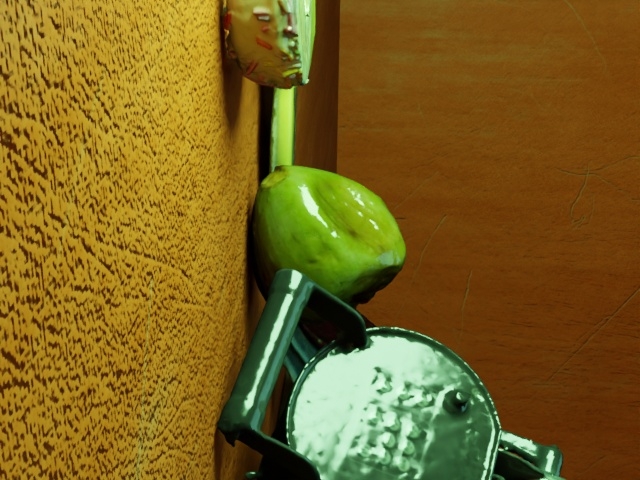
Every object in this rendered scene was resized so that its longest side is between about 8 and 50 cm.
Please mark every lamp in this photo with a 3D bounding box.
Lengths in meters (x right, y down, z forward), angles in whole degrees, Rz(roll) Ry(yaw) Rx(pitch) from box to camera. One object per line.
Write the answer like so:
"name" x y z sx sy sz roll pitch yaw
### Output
"lamp" 0.037 0.219 1.013 0.272 0.374 0.205 -37 -152 52

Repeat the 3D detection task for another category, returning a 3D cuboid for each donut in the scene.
"donut" -0.040 -0.178 0.836 0.166 0.065 0.108 -82 173 -70

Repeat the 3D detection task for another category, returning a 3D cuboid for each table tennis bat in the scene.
"table tennis bat" -0.035 -0.167 1.083 0.368 0.054 0.224 94 -2 -64

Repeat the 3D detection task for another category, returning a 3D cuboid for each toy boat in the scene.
"toy boat" 0.018 0.171 1.291 0.309 0.129 0.142 -130 -133 -64

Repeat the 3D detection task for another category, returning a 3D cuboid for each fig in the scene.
"fig" 0.000 0.000 1.013 0.165 0.154 0.144 57 45 -36

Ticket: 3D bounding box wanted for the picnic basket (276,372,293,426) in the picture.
"picnic basket" 0.012 0.302 1.452 0.266 0.139 0.165 -82 173 -64
